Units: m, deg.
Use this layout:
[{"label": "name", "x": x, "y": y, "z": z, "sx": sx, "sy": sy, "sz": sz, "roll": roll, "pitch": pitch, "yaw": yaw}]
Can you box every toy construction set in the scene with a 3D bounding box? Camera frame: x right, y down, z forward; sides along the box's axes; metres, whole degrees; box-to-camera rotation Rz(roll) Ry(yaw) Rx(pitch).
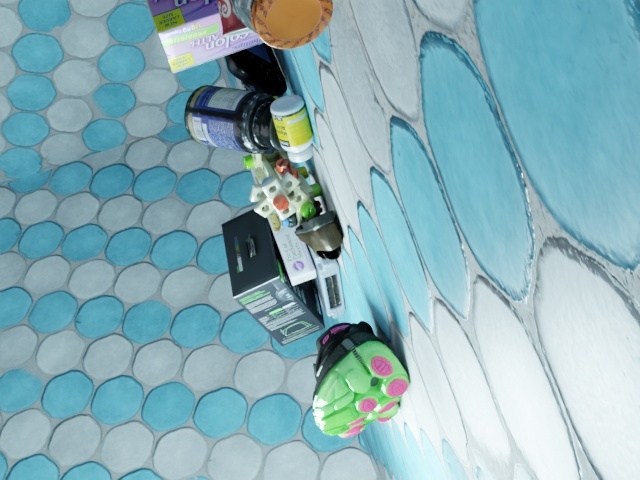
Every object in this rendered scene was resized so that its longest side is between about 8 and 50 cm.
[{"label": "toy construction set", "x": -0.084, "y": -0.151, "z": 1.867, "sx": 0.327, "sy": 0.151, "sz": 0.215, "roll": -104, "pitch": 5, "yaw": -47}]

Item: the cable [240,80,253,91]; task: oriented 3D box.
[{"label": "cable", "x": -0.182, "y": -0.394, "z": 2.564, "sx": 0.150, "sy": 0.047, "sz": 0.184, "roll": -109, "pitch": -2, "yaw": -83}]

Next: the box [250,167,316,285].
[{"label": "box", "x": -0.093, "y": -0.053, "z": 2.136, "sx": 0.063, "sy": 0.067, "sz": 0.324, "roll": 84, "pitch": 167, "yaw": -70}]

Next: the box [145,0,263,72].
[{"label": "box", "x": -0.223, "y": -0.471, "z": 1.674, "sx": 0.117, "sy": 0.213, "sz": 0.243, "roll": 79, "pitch": 170, "yaw": -62}]

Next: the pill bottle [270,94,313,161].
[{"label": "pill bottle", "x": -0.049, "y": -0.207, "z": 1.657, "sx": 0.065, "sy": 0.065, "sz": 0.116, "roll": -116, "pitch": 8, "yaw": -55}]

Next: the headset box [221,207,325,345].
[{"label": "headset box", "x": -0.124, "y": 0.084, "z": 2.231, "sx": 0.283, "sy": 0.131, "sz": 0.246, "roll": 52, "pitch": -162, "yaw": -46}]

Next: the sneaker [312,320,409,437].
[{"label": "sneaker", "x": 0.048, "y": 0.248, "z": 1.666, "sx": 0.483, "sy": 0.185, "sz": 0.202, "roll": 89, "pitch": 157, "yaw": -71}]

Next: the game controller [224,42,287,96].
[{"label": "game controller", "x": -0.165, "y": -0.430, "z": 1.799, "sx": 0.166, "sy": 0.067, "sz": 0.319, "roll": 31, "pitch": -148, "yaw": -57}]

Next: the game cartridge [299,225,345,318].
[{"label": "game cartridge", "x": 0.000, "y": 0.047, "z": 2.175, "sx": 0.297, "sy": 0.062, "sz": 0.198, "roll": 80, "pitch": 174, "yaw": -61}]

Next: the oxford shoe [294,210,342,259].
[{"label": "oxford shoe", "x": 0.000, "y": 0.000, "z": 1.828, "sx": 0.227, "sy": 0.083, "sz": 0.096, "roll": 164, "pitch": 82, "yaw": -86}]

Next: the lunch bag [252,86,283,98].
[{"label": "lunch bag", "x": -0.121, "y": -0.324, "z": 1.989, "sx": 0.098, "sy": 0.065, "sz": 0.067, "roll": -116, "pitch": 8, "yaw": -49}]

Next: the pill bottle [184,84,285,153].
[{"label": "pill bottle", "x": -0.154, "y": -0.236, "z": 1.752, "sx": 0.219, "sy": 0.123, "sz": 0.123, "roll": 14, "pitch": 135, "yaw": 35}]

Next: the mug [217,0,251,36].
[{"label": "mug", "x": -0.104, "y": -0.420, "z": 1.391, "sx": 0.113, "sy": 0.150, "sz": 0.169, "roll": -30, "pitch": -72, "yaw": -58}]

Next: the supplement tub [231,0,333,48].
[{"label": "supplement tub", "x": -0.058, "y": -0.317, "z": 1.030, "sx": 0.117, "sy": 0.117, "sz": 0.190, "roll": 78, "pitch": 171, "yaw": -55}]
